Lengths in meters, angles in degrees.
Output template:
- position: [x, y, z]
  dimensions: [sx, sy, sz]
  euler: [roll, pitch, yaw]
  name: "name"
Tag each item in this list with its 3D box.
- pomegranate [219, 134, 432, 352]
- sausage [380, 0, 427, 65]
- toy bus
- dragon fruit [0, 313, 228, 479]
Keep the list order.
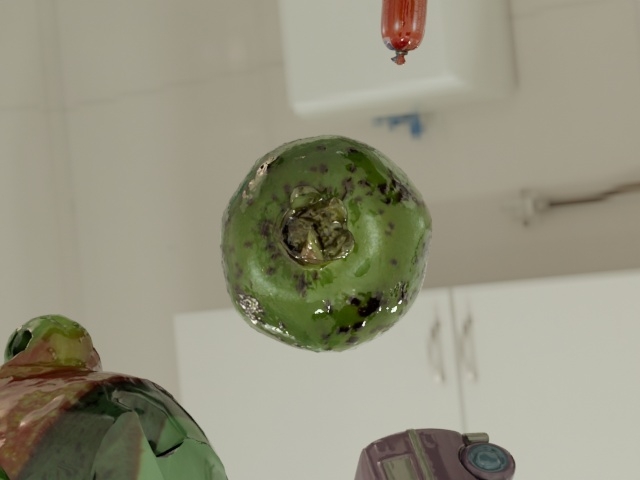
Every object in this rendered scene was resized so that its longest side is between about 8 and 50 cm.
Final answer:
- position: [0.000, 0.000, 1.657]
  dimensions: [0.211, 0.211, 0.263]
  euler: [-6, 173, 8]
  name: "pomegranate"
- position: [0.078, -0.227, 1.558]
  dimensions: [0.050, 0.145, 0.048]
  euler: [3, 174, 12]
  name: "sausage"
- position: [0.112, 0.280, 1.571]
  dimensions: [0.142, 0.142, 0.202]
  euler: [-1, -144, -15]
  name: "toy bus"
- position: [-0.136, 0.184, 0.976]
  dimensions: [0.130, 0.295, 0.268]
  euler: [-6, 170, 31]
  name: "dragon fruit"
